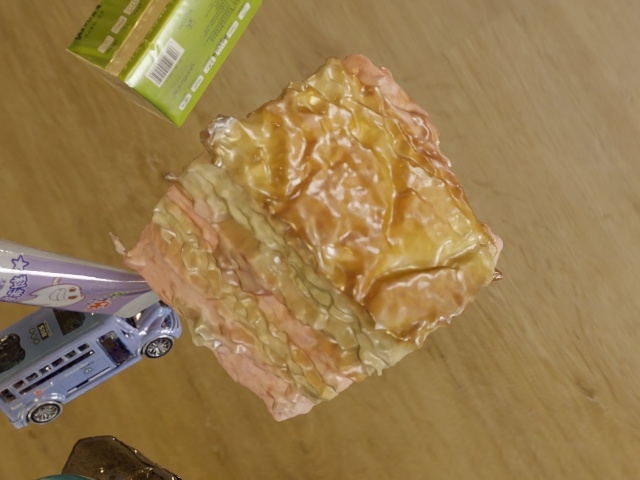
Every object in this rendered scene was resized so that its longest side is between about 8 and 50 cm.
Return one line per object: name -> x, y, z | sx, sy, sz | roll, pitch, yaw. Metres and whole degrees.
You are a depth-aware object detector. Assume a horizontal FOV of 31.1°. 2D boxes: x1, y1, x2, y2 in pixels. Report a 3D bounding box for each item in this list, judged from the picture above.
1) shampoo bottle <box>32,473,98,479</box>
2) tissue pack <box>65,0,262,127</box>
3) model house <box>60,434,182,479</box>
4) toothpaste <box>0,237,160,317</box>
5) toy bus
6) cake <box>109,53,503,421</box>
shampoo bottle -> -0.121, 0.382, 0.882 | 0.343, 0.331, 0.331 | 14, 85, 26
tissue pack -> -0.261, -0.369, 1.963 | 0.167, 0.200, 0.274 | 30, 85, 27
model house -> -0.270, 0.378, 1.590 | 0.141, 0.164, 0.203 | -38, 42, -24
toothpaste -> -0.350, 0.038, 1.363 | 0.125, 0.371, 0.080 | -29, 59, 39
toy bus -> -0.362, 0.149, 1.718 | 0.292, 0.133, 0.125 | -30, 53, -4
cake -> 0.000, 0.000, 1.269 | 0.293, 0.307, 0.314 | -38, 87, -34
